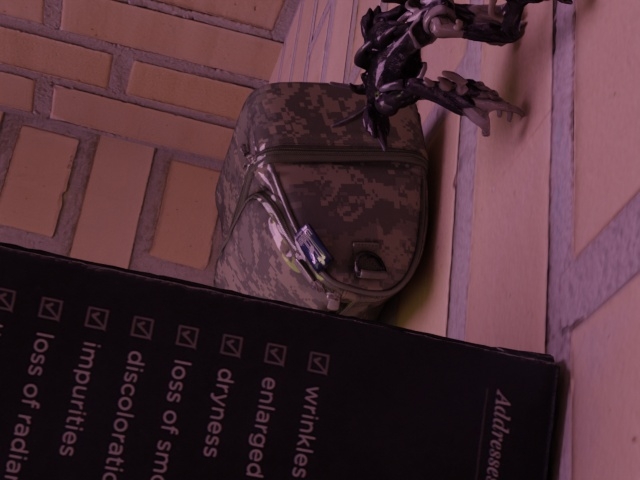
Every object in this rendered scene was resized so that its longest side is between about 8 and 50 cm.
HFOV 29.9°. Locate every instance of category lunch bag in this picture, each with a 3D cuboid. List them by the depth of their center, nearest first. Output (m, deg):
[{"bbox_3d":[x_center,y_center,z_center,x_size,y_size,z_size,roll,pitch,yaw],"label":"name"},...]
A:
[{"bbox_3d":[0.000,0.000,1.343,0.305,0.212,0.256,119,147,-59],"label":"lunch bag"}]

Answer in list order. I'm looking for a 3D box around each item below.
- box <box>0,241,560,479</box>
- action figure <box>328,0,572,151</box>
[{"bbox_3d":[-0.124,0.283,0.841,0.297,0.471,0.480,130,151,-72],"label":"box"},{"bbox_3d":[0.120,-0.170,1.046,0.275,0.141,0.164,-38,39,50],"label":"action figure"}]
